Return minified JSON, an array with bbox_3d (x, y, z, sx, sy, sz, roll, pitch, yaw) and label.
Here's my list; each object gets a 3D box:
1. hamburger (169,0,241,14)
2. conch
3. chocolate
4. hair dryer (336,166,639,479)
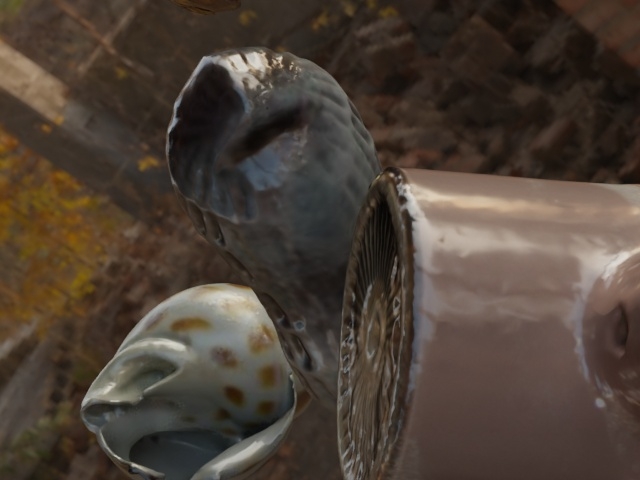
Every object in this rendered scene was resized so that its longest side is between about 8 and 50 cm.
[{"bbox_3d":[-0.113,-0.297,0.834,0.170,0.314,0.290,-31,-1,-4],"label":"hamburger"},{"bbox_3d":[-0.090,0.130,1.176,0.275,0.183,0.149,-20,-14,-22],"label":"conch"},{"bbox_3d":[0.000,0.000,0.474,0.072,0.167,0.072,-24,30,15],"label":"chocolate"},{"bbox_3d":[0.124,0.021,0.278,0.344,0.189,0.107,140,136,-78],"label":"hair dryer"}]
